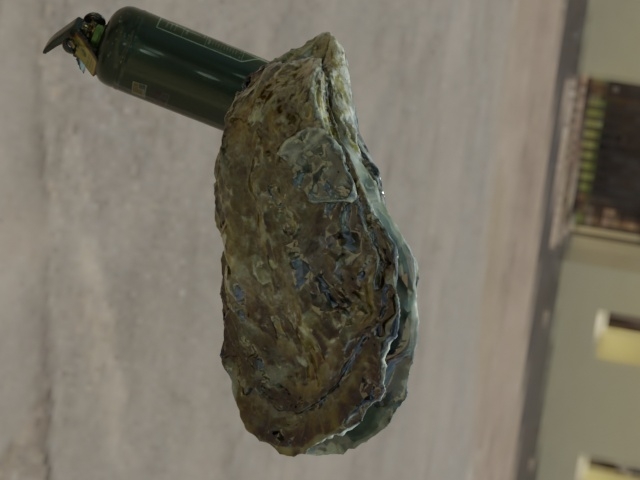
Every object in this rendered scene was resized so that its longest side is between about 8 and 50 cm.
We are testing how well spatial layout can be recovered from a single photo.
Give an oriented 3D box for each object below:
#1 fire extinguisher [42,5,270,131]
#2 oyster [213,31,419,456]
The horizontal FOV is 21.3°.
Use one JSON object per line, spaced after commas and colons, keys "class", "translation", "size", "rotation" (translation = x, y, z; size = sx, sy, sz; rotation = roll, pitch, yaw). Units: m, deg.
{"class": "fire extinguisher", "translation": [-0.155, -0.185, 1.907], "size": [0.114, 0.311, 0.095], "rotation": [121, -10, -53]}
{"class": "oyster", "translation": [-0.003, -0.005, 1.357], "size": [0.158, 0.162, 0.351], "rotation": [68, 20, -78]}
